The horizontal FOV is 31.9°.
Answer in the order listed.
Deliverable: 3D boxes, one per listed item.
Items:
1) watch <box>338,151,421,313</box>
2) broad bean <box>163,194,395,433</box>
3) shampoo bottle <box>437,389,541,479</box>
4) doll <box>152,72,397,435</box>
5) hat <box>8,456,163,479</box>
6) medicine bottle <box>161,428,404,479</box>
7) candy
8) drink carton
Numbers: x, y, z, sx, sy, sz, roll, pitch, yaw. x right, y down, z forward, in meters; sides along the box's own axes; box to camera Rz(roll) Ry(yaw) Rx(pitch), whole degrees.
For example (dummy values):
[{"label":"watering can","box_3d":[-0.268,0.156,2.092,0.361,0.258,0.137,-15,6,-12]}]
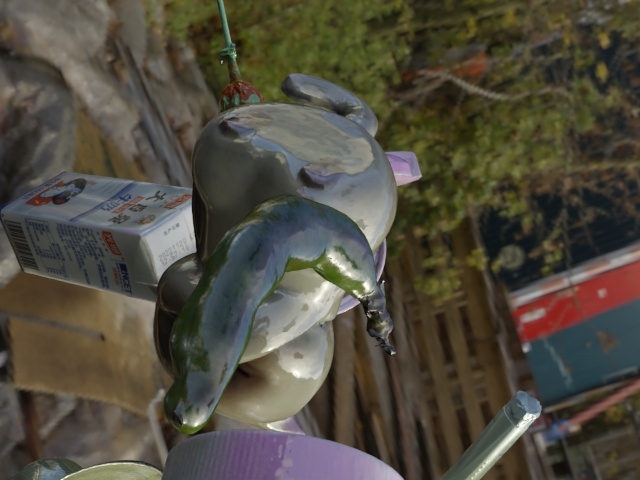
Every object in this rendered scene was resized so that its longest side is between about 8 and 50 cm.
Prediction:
[{"label":"watch","box_3d":[0.000,0.000,1.485,0.211,0.248,0.217,147,-58,-72]},{"label":"broad bean","box_3d":[-0.024,0.039,0.809,0.292,0.049,0.144,-13,91,-58]},{"label":"shampoo bottle","box_3d":[0.256,0.319,1.719,0.049,0.212,0.072,45,24,16]},{"label":"doll","box_3d":[-0.053,0.023,1.158,0.370,0.215,0.226,-67,164,15]},{"label":"hat","box_3d":[-0.295,0.299,1.231,0.110,0.252,0.252,45,-5,35]},{"label":"medicine bottle","box_3d":[-0.049,0.333,0.859,0.256,0.256,0.325,57,33,-51]},{"label":"candy","box_3d":[-0.099,-0.208,1.220,0.049,0.055,0.185,-2,79,-65]},{"label":"drink carton","box_3d":[-0.274,-0.011,1.460,0.130,0.315,0.106,-38,123,-37]}]
